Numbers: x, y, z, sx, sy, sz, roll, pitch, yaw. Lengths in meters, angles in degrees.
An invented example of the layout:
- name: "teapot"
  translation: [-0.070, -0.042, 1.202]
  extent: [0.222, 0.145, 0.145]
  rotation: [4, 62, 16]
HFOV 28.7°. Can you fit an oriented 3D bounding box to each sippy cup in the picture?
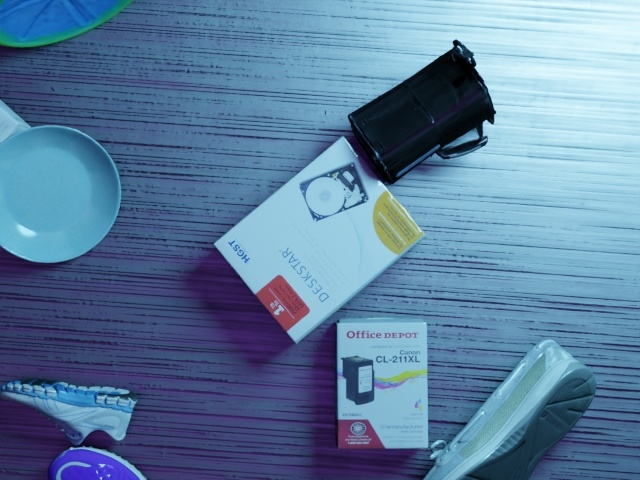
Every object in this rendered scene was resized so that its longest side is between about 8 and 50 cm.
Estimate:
- name: "sippy cup"
  translation: [-0.380, -0.412, 1.672]
  extent: [0.240, 0.305, 0.224]
  rotation: [-30, 77, 28]

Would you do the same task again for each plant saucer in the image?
- name: "plant saucer"
  translation: [-0.376, -0.066, 1.732]
  extent: [0.195, 0.037, 0.194]
  rotation: [-5, 106, -17]

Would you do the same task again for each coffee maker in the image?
- name: "coffee maker"
  translation: [0.131, -0.175, 1.689]
  extent: [0.178, 0.171, 0.120]
  rotation: [-34, 47, -1]

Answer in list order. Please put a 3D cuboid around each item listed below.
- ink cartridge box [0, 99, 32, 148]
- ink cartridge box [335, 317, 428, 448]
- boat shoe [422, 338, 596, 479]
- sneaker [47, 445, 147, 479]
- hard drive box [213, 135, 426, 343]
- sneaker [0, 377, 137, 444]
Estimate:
- name: "ink cartridge box"
  translation: [-0.532, -0.169, 1.726]
  extent: [0.212, 0.093, 0.154]
  rotation: [42, 91, 2]
- name: "ink cartridge box"
  translation: [0.083, 0.196, 1.732]
  extent: [0.128, 0.072, 0.175]
  rotation: [-1, 90, 1]
- name: "boat shoe"
  translation: [0.239, 0.275, 1.725]
  extent: [0.320, 0.103, 0.118]
  rotation: [-49, 129, 3]
- name: "sneaker"
  translation: [-0.255, 0.396, 1.696]
  extent: [0.293, 0.146, 0.102]
  rotation: [43, 90, 0]
- name: "hard drive box"
  translation: [0.000, 0.000, 1.726]
  extent: [0.232, 0.089, 0.181]
  rotation: [-41, 89, 0]
- name: "sneaker"
  translation: [-0.355, 0.240, 1.738]
  extent: [0.191, 0.071, 0.082]
  rotation: [10, 96, 0]
